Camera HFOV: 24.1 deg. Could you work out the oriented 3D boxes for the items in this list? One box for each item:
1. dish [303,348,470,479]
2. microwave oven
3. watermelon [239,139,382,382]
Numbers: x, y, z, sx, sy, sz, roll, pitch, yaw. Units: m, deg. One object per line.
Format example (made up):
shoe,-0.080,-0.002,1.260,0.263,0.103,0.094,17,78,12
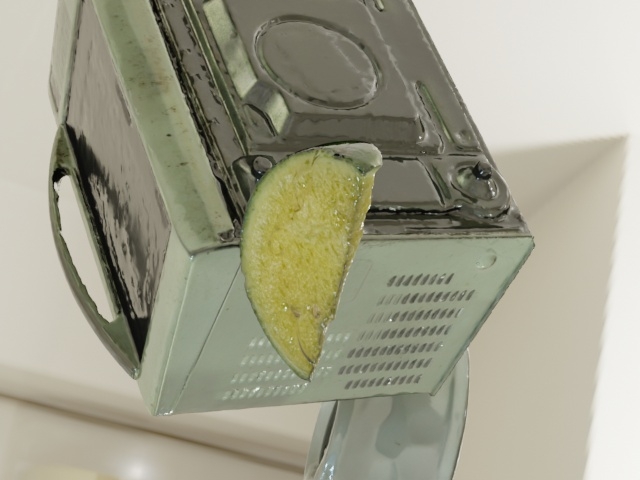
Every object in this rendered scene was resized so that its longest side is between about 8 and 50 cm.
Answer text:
dish,0.057,0.211,1.552,0.303,0.120,0.303,-164,-90,-83
microwave oven,-0.048,-0.083,1.294,0.394,0.333,0.247,67,-33,35
watermelon,0.005,-0.005,0.988,0.092,0.075,0.181,38,-47,31
